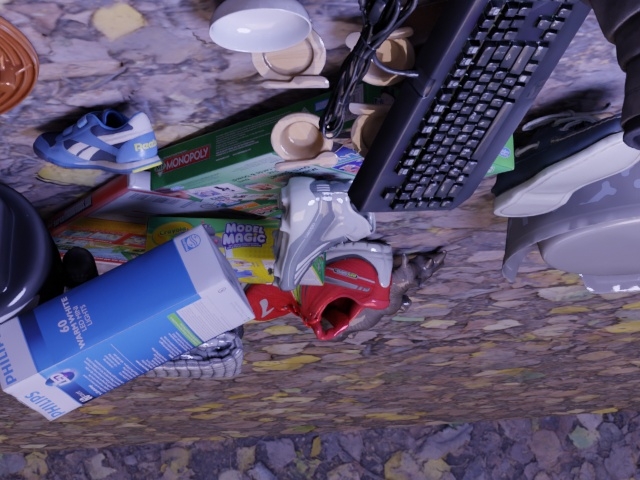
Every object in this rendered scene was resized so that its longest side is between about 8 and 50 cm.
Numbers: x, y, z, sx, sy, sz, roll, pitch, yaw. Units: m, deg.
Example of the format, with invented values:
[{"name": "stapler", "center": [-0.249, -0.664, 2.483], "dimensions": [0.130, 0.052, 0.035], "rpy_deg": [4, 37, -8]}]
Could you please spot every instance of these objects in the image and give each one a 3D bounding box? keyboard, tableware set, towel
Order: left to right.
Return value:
[{"name": "towel", "center": [-0.252, 0.136, 1.996], "dimensions": [0.284, 0.121, 0.235], "rpy_deg": [1, 170, -4]}, {"name": "tableware set", "center": [0.016, -0.124, 1.179], "dimensions": [0.141, 0.020, 0.168], "rpy_deg": [-4, 126, 7]}, {"name": "keyboard", "center": [0.097, -0.129, 1.115], "dimensions": [0.201, 0.033, 0.317], "rpy_deg": [2, 140, -23]}]

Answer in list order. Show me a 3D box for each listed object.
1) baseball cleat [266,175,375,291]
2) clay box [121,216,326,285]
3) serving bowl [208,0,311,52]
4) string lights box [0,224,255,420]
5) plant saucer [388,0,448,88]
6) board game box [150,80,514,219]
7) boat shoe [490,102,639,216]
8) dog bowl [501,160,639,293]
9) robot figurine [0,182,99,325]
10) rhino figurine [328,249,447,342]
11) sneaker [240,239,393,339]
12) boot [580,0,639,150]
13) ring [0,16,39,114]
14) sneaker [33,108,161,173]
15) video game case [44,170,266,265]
[{"name": "baseball cleat", "center": [0.000, 0.000, 1.425], "dimensions": [0.109, 0.072, 0.206], "rpy_deg": [0, 157, -5]}, {"name": "clay box", "center": [-0.111, 0.012, 1.596], "dimensions": [0.222, 0.053, 0.127], "rpy_deg": [3, 165, 8]}, {"name": "serving bowl", "center": [-0.049, -0.182, 1.105], "dimensions": [0.083, 0.027, 0.083], "rpy_deg": [-3, 164, -1]}, {"name": "string lights box", "center": [-0.213, 0.093, 1.472], "dimensions": [0.260, 0.076, 0.133], "rpy_deg": [-26, 156, 0]}, {"name": "plant saucer", "center": [0.123, -0.165, 1.204], "dimensions": [0.168, 0.029, 0.168], "rpy_deg": [-4, 165, -1]}, {"name": "board game box", "center": [0.007, -0.081, 1.391], "dimensions": [0.317, 0.046, 0.213], "rpy_deg": [-13, 162, 43]}, {"name": "boat shoe", "center": [0.251, -0.090, 1.400], "dimensions": [0.095, 0.079, 0.254], "rpy_deg": [-2, 166, -16]}, {"name": "dog bowl", "center": [0.382, -0.028, 1.605], "dimensions": [0.349, 0.102, 0.349], "rpy_deg": [-3, 164, -1]}, {"name": "robot figurine", "center": [-0.377, 0.030, 1.517], "dimensions": [0.209, 0.173, 0.278], "rpy_deg": [39, 166, 9]}, {"name": "rhino figurine", "center": [0.085, 0.074, 1.904], "dimensions": [0.243, 0.073, 0.106], "rpy_deg": [-33, 165, 33]}, {"name": "sneaker", "center": [-0.013, 0.080, 1.853], "dimensions": [0.107, 0.118, 0.279], "rpy_deg": [11, 158, -40]}, {"name": "boot", "center": [0.188, -0.162, 0.879], "dimensions": [0.338, 0.222, 0.118], "rpy_deg": [-8, 164, 13]}, {"name": "ring", "center": [-0.411, -0.141, 1.160], "dimensions": [0.337, 0.032, 0.336], "rpy_deg": [-3, 165, -1]}, {"name": "sneaker", "center": [-0.217, -0.100, 1.318], "dimensions": [0.144, 0.059, 0.053], "rpy_deg": [5, -159, 27]}, {"name": "video game case", "center": [-0.208, -0.020, 1.632], "dimensions": [0.204, 0.025, 0.285], "rpy_deg": [8, 160, -36]}]
